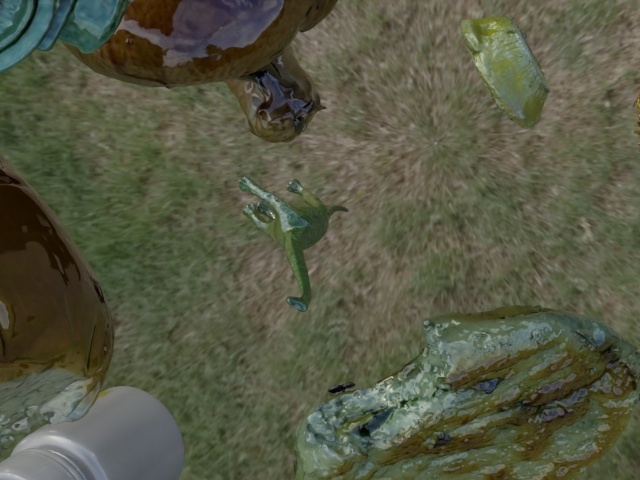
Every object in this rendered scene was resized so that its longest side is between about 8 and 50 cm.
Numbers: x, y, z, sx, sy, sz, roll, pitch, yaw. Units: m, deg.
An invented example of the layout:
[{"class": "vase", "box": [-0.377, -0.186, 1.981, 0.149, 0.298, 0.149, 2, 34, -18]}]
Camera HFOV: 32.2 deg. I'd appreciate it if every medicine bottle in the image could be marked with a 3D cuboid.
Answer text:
[{"class": "medicine bottle", "box": [-0.387, 0.383, 1.772, 0.208, 0.340, 0.208, 6, 105, 23]}]

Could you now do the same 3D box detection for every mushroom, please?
[{"class": "mushroom", "box": [-0.110, -0.216, 0.950, 0.267, 0.267, 0.254, 21, 121, 4]}]

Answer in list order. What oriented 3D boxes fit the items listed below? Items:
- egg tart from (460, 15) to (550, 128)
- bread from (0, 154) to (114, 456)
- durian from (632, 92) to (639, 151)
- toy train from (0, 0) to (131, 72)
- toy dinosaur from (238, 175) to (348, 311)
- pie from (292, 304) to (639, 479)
[{"class": "egg tart", "box": [0.280, -0.255, 1.631, 0.078, 0.197, 0.197, -28, 92, 19]}, {"class": "bread", "box": [-0.288, 0.040, 0.783, 0.225, 0.279, 0.250, -39, 79, 3]}, {"class": "durian", "box": [0.367, -0.026, 0.858, 0.250, 0.138, 0.183, 28, 70, -24]}, {"class": "toy train", "box": [-0.249, -0.241, 0.531, 0.397, 0.160, 0.253, 21, 101, -32]}, {"class": "toy dinosaur", "box": [0.000, 0.000, 1.834, 0.301, 0.447, 0.087, 36, 114, 29]}, {"class": "pie", "box": [0.119, 0.147, 0.880, 0.302, 0.302, 0.067, -25, 53, 7]}]
